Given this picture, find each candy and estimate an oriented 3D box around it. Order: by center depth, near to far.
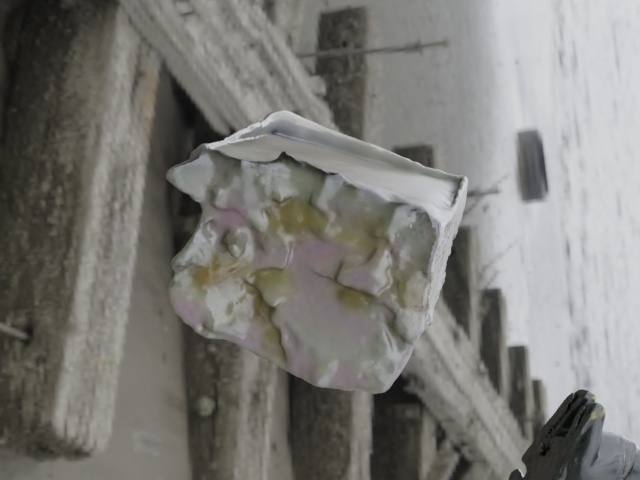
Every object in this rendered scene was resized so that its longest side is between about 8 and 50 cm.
[{"bbox_3d":[0.000,0.000,0.794,0.195,0.184,0.137,-48,157,-70],"label":"candy"}]

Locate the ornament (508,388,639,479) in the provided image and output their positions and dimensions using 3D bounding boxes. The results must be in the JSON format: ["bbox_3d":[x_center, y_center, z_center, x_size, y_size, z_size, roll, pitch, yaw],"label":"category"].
[{"bbox_3d":[0.277,0.259,0.985,0.202,0.236,0.080,-63,-167,15],"label":"ornament"}]
